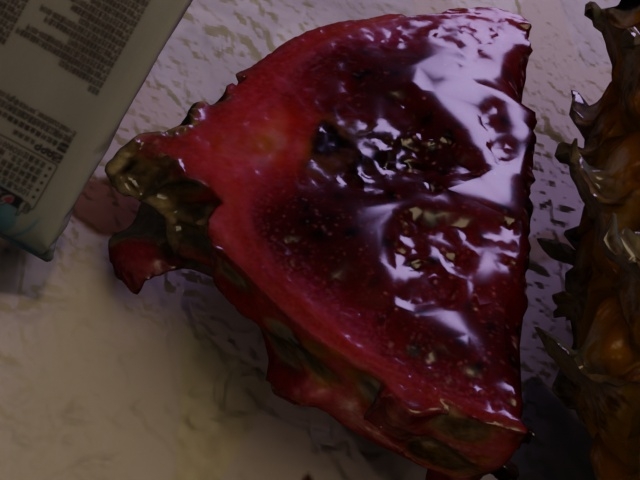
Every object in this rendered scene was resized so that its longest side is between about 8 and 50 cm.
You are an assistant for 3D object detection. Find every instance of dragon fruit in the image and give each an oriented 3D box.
[{"bbox_3d":[0.000,0.000,0.789,0.211,0.134,0.262,17,48,-5],"label":"dragon fruit"}]

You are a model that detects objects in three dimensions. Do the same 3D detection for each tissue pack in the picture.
[{"bbox_3d":[-0.186,-0.120,0.749,0.229,0.145,0.159,28,93,-12],"label":"tissue pack"}]

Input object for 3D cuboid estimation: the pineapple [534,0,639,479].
[{"bbox_3d":[0.273,0.022,0.762,0.352,0.352,0.300,17,56,-18],"label":"pineapple"}]
